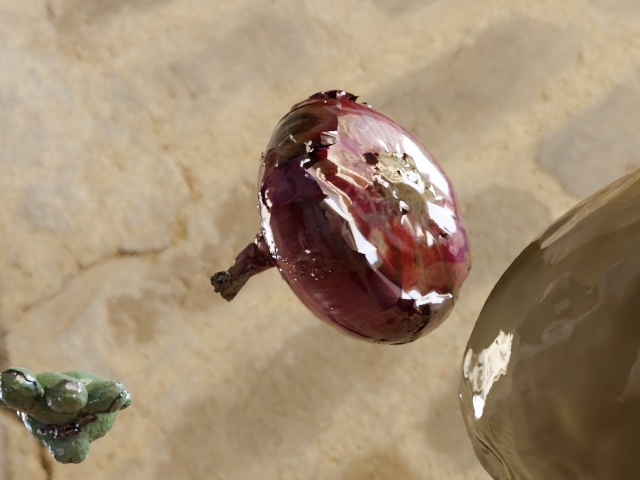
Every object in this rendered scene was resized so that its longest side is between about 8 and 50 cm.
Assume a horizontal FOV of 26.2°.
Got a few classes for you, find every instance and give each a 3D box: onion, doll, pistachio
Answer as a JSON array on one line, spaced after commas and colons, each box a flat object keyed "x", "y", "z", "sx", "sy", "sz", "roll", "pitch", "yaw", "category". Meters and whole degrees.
[{"x": 0.000, "y": 0.000, "z": 0.770, "sx": 0.140, "sy": 0.150, "sz": 0.150, "roll": -31, "pitch": -162, "yaw": 29, "category": "onion"}, {"x": -0.207, "y": 0.132, "z": 1.072, "sx": 0.115, "sy": 0.078, "sz": 0.150, "roll": -2, "pitch": 163, "yaw": 5, "category": "doll"}, {"x": 0.196, "y": 0.042, "z": 0.628, "sx": 0.293, "sy": 0.182, "sz": 0.162, "roll": -23, "pitch": 178, "yaw": 31, "category": "pistachio"}]
